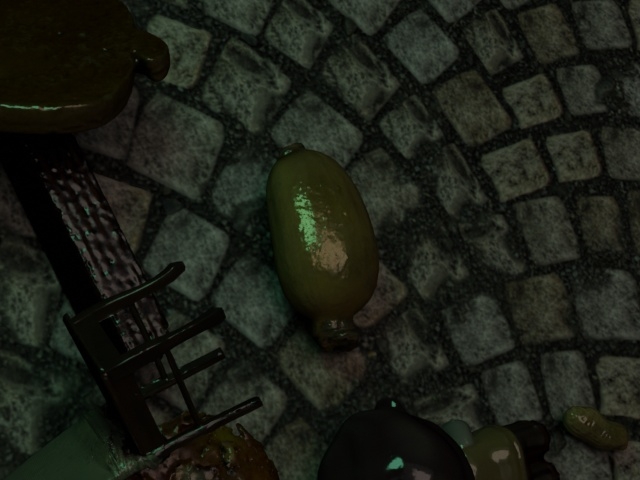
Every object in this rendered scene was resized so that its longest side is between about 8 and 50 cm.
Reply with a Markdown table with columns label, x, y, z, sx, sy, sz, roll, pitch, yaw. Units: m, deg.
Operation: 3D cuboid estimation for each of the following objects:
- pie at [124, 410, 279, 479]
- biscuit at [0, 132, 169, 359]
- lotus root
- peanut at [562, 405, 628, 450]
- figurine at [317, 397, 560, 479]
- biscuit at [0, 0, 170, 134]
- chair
| label | x | y | z | sx | sy | sz | roll | pitch | yaw |
| --- | --- | --- | --- | --- | --- | --- | --- | --- | --- |
| pie | -0.158 | 0.359 | 1.589 | 0.308 | 0.085 | 0.308 | 8 | 71 | -23 |
| biscuit | -0.309 | -0.010 | 1.664 | 0.073 | 0.107 | 0.388 | -24 | 80 | -31 |
| lotus root | 0.003 | -0.001 | 1.790 | 0.146 | 0.131 | 0.303 | -5 | 71 | -25 |
| peanut | 0.405 | 0.276 | 1.909 | 0.113 | 0.054 | 0.054 | 27 | 60 | -15 |
| figurine | 0.146 | 0.315 | 1.729 | 0.365 | 0.206 | 0.218 | -3 | 92 | -51 |
| biscuit | -0.350 | -0.236 | 1.664 | 0.314 | 0.063 | 0.367 | 3 | 34 | -9 |
| chair | -0.249 | 0.187 | 1.503 | 0.319 | 0.160 | 0.186 | -29 | 124 | -14 |
